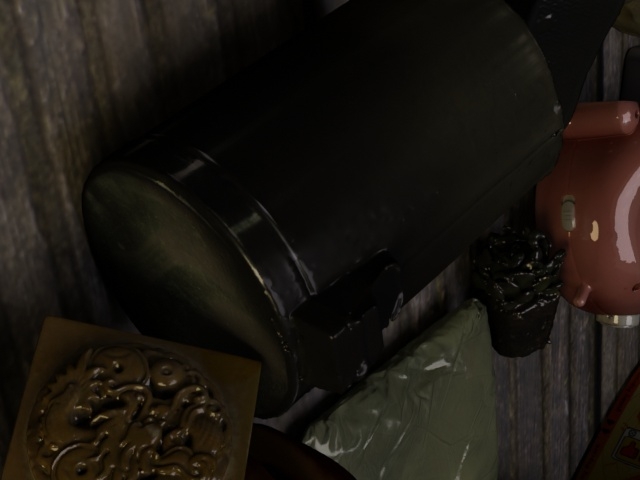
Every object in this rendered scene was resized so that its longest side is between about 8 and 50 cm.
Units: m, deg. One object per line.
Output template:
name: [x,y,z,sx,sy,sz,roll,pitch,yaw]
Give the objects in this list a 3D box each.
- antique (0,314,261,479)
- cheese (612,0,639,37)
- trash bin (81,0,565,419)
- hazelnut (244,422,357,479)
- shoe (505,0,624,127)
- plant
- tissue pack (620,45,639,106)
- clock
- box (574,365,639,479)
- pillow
antique: [-0.121,0.146,0.808,0.148,0.147,0.151,114,-14,-55]
cheese: [0.299,-0.311,1.312,0.263,0.093,0.159,28,79,-53]
trash bin: [0.013,-0.043,0.921,0.301,0.252,0.203,-39,135,-31]
hazelnut: [-0.057,0.236,0.998,0.251,0.217,0.217,-9,112,-62]
shoe: [0.207,-0.198,1.249,0.108,0.093,0.241,-11,138,-22]
plant: [0.201,0.049,1.333,0.094,0.092,0.143,-20,131,-12]
tissue pack: [0.441,-0.108,1.553,0.159,0.136,0.246,-22,122,-48]
clock: [0.330,-0.027,1.396,0.227,0.142,0.241,0,92,-53]
box: [0.513,0.340,1.717,0.259,0.284,0.213,-54,140,-24]
pillow: [0.091,0.232,1.283,0.274,0.076,0.280,-35,130,-38]
